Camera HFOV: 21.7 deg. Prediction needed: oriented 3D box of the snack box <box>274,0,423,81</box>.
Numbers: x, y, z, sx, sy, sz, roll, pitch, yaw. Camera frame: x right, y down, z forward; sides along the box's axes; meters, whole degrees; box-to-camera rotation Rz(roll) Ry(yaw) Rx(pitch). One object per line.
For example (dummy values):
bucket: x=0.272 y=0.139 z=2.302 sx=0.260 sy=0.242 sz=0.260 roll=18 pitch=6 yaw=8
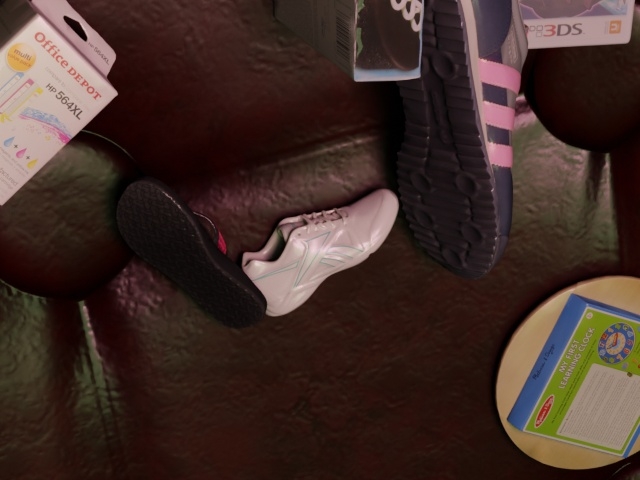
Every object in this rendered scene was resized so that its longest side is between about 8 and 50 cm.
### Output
snack box: x=0.022 y=-0.298 z=1.237 sx=0.060 sy=0.187 sz=0.322 roll=-7 pitch=114 yaw=-19

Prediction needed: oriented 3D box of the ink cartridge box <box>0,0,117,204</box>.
ink cartridge box: x=-0.230 y=-0.118 z=1.271 sx=0.143 sy=0.090 sz=0.092 roll=-44 pitch=120 yaw=1

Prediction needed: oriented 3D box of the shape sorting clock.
shape sorting clock: x=0.263 y=0.126 z=1.594 sx=0.206 sy=0.040 sz=0.206 roll=-8 pitch=118 yaw=-16

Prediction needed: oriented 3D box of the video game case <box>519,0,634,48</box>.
video game case: x=0.189 y=-0.260 z=1.412 sx=0.183 sy=0.023 sz=0.201 roll=-6 pitch=113 yaw=-19

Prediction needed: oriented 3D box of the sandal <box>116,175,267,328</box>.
sandal: x=-0.107 y=0.006 z=1.398 sx=0.067 sy=0.040 sz=0.179 roll=-18 pitch=130 yaw=29

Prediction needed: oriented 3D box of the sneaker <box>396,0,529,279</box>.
sneaker: x=0.133 y=-0.116 z=1.386 sx=0.131 sy=0.112 sz=0.319 roll=-40 pitch=138 yaw=-35

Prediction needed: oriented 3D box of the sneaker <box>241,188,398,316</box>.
sneaker: x=0.000 y=0.000 z=1.432 sx=0.152 sy=0.054 sz=0.061 roll=-37 pitch=117 yaw=-2
